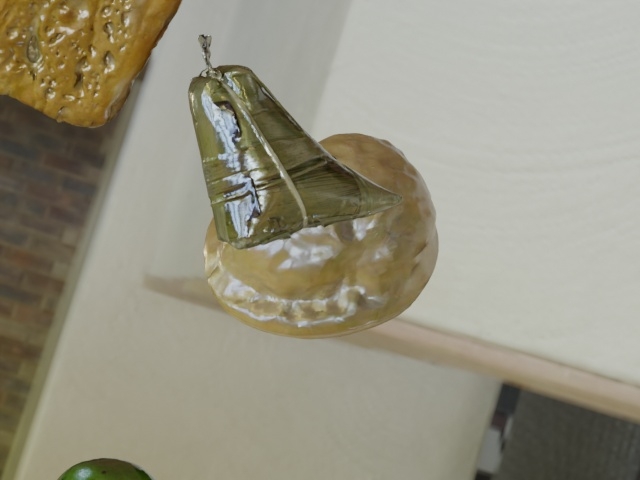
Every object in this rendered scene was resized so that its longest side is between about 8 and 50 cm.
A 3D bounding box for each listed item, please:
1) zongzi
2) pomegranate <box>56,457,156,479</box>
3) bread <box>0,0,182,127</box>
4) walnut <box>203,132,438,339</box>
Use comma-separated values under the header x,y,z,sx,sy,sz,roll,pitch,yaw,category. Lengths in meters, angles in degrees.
x,y,z,sx,sy,sz,roll,pitch,yaw,category
-0.022,-0.099,1.143,0.178,0.188,0.081,-14,-173,-20,zongzi
-0.279,0.392,1.733,0.187,0.187,0.225,20,-176,-30,pomegranate
-0.164,-0.272,1.020,0.185,0.380,0.109,24,-153,-26,bread
0.012,-0.009,2.139,0.384,0.383,0.383,17,175,2,walnut
